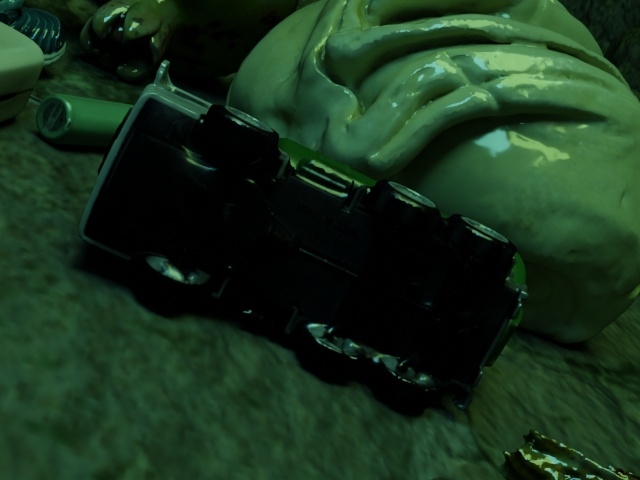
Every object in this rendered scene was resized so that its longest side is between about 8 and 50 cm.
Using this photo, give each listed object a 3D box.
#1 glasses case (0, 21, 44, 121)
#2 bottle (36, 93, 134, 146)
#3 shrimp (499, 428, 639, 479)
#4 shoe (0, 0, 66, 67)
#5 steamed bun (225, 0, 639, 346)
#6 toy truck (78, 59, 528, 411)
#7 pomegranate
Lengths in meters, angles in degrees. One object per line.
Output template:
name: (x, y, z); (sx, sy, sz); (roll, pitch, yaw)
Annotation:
glasses case: (-0.223, -0.094, 0.718); (0.083, 0.050, 0.196); (30, 17, 5)
bottle: (-0.139, -0.074, 0.813); (0.030, 0.030, 0.083); (35, 18, 28)
shrimp: (0.178, 0.146, 0.591); (0.217, 0.051, 0.115); (24, 11, -3)
shoe: (-0.223, -0.155, 0.865); (0.064, 0.071, 0.143); (35, 15, 26)
steamed bun: (0.104, -0.087, 0.906); (0.276, 0.203, 0.289); (14, 21, -36)
toy truck: (0.000, 0.000, 0.682); (0.243, 0.101, 0.125); (25, 12, -11)
pomegranate: (-0.119, -0.220, 1.051); (0.179, 0.179, 0.211); (36, 31, 29)
